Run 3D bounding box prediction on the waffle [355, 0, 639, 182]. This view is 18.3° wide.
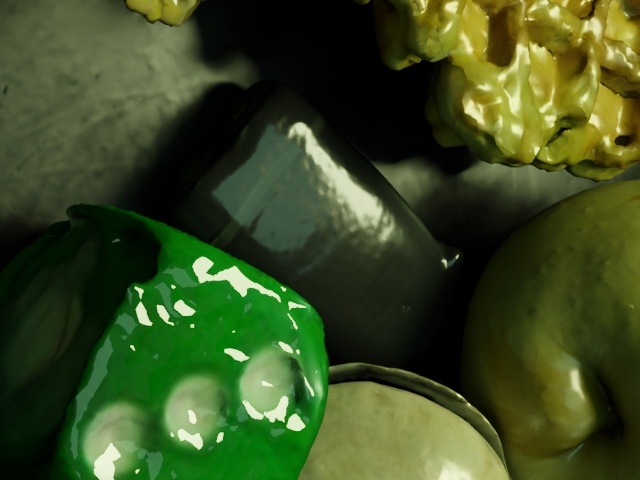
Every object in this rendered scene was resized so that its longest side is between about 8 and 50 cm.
[{"bbox_3d":[0.108,-0.177,0.954,0.325,0.068,0.302,-33,111,-39],"label":"waffle"}]

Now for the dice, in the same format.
[{"bbox_3d":[-0.080,0.063,0.860,0.120,0.131,0.128,29,78,-30],"label":"dice"}]

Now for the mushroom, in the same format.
[{"bbox_3d":[0.019,0.131,0.929,0.154,0.122,0.154,2,116,4],"label":"mushroom"}]

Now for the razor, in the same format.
[{"bbox_3d":[0.000,0.000,0.944,0.148,0.054,0.090,44,76,-24],"label":"razor"}]

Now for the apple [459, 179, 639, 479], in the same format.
[{"bbox_3d":[0.165,0.060,0.970,0.200,0.200,0.200,-2,95,-30],"label":"apple"}]

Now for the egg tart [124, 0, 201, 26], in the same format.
[{"bbox_3d":[-0.135,-0.228,0.752,0.150,0.352,0.352,-25,110,15],"label":"egg tart"}]
